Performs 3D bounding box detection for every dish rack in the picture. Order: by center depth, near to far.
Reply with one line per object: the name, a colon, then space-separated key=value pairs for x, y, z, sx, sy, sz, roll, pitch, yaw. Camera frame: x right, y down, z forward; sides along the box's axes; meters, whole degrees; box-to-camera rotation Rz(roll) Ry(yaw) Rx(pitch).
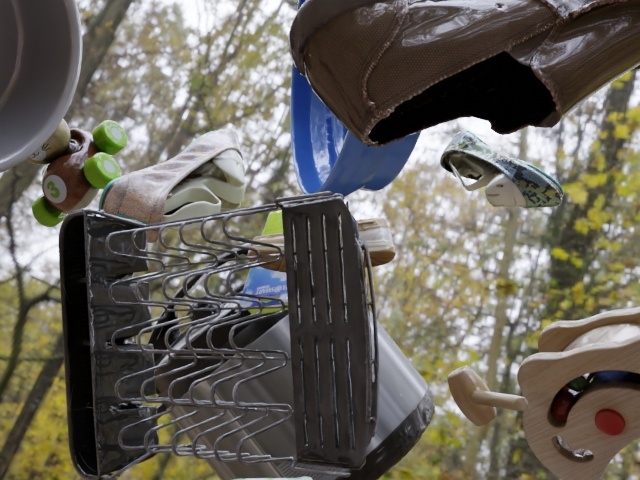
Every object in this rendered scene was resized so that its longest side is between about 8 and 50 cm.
dish rack: x=-0.079 y=0.070 z=0.651 sx=0.272 sy=0.208 sz=0.074 roll=-7 pitch=-3 yaw=41

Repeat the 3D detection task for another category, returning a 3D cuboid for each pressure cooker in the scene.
pressure cooker: x=-0.063 y=0.210 z=1.480 sx=0.420 sy=0.370 sz=0.375 roll=51 pitch=-31 yaw=1

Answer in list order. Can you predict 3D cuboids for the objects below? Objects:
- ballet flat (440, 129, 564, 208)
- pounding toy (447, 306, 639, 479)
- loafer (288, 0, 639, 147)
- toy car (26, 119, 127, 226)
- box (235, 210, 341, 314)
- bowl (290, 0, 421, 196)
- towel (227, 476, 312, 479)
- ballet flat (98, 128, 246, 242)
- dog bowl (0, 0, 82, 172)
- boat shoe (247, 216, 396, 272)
ballet flat: x=0.212 y=-0.074 z=1.103 sx=0.070 sy=0.070 sz=0.188 roll=46 pitch=-4 yaw=-38
pounding toy: x=0.260 y=0.173 z=0.875 sx=0.270 sy=0.155 sz=0.154 roll=-20 pitch=-76 yaw=40
loafer: x=0.164 y=-0.136 z=0.694 sx=0.366 sy=0.130 sz=0.134 roll=-12 pitch=-22 yaw=-8
toy car: x=-0.415 y=-0.139 z=1.363 sx=0.155 sy=0.148 sz=0.188 roll=-30 pitch=-51 yaw=28
box: x=-0.040 y=0.029 z=1.214 sx=0.109 sy=0.178 sz=0.042 roll=-12 pitch=-47 yaw=30
bowl: x=0.045 y=-0.233 z=0.930 sx=0.077 sy=0.391 sz=0.391 roll=6 pitch=-28 yaw=-12
towel: x=-0.148 y=0.380 z=0.999 sx=0.038 sy=0.247 sz=0.325 roll=22 pitch=3 yaw=39
ballet flat: x=-0.168 y=-0.069 z=1.244 sx=0.106 sy=0.316 sz=0.107 roll=23 pitch=-58 yaw=19
dog bowl: x=-0.425 y=-0.228 z=1.047 sx=0.102 sy=0.348 sz=0.348 roll=15 pitch=-28 yaw=33
boat shoe: x=0.000 y=0.000 z=1.051 sx=0.170 sy=0.059 sz=0.063 roll=-1 pitch=-25 yaw=-8
